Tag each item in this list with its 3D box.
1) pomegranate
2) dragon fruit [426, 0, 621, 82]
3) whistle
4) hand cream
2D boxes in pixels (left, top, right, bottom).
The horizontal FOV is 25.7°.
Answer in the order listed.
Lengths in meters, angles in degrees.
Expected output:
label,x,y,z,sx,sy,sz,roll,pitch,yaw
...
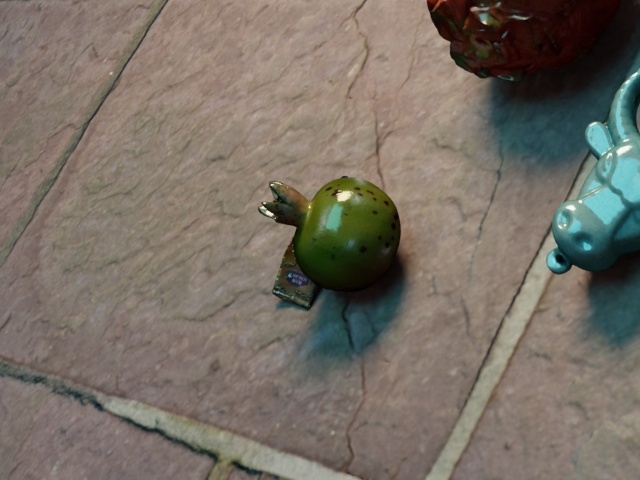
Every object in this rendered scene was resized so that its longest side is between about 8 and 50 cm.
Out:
label,x,y,z,sx,sy,sz,roll,pitch,yaw
pomegranate,0.009,-0.006,1.554,0.159,0.129,0.129,2,50,0
dragon fruit,0.222,-0.299,1.543,0.241,0.241,0.252,-23,30,28
whistle,0.326,-0.059,1.344,0.274,0.093,0.186,-40,65,5
hand cream,0.000,0.000,1.644,0.062,0.039,0.163,21,75,34
